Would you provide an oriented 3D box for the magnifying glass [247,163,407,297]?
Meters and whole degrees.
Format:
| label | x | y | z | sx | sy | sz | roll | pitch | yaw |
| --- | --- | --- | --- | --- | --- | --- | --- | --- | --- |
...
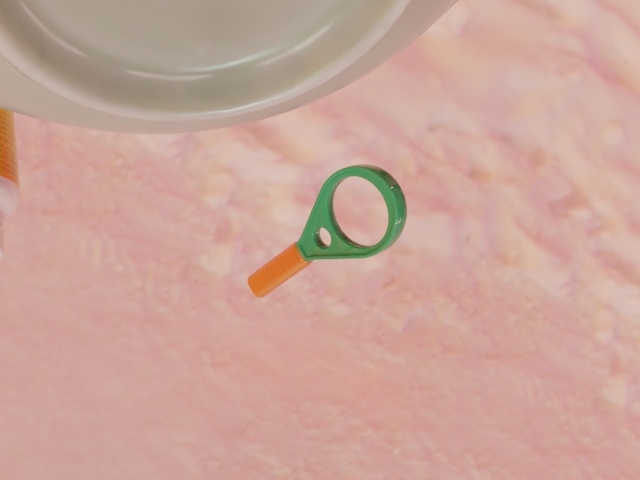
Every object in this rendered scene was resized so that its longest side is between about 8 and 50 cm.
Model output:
| label | x | y | z | sx | sy | sz | roll | pitch | yaw |
| --- | --- | --- | --- | --- | --- | --- | --- | --- | --- |
| magnifying glass | 0.000 | 0.000 | 0.940 | 0.026 | 0.231 | 0.092 | -24 | 81 | -51 |

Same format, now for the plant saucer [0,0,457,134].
| label | x | y | z | sx | sy | sz | roll | pitch | yaw |
| --- | --- | --- | --- | --- | --- | --- | --- | --- | --- |
| plant saucer | -0.059 | -0.160 | 0.416 | 0.401 | 0.400 | 0.100 | 0 | 55 | -25 |

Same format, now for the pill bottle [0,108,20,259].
| label | x | y | z | sx | sy | sz | roll | pitch | yaw |
| --- | --- | --- | --- | --- | --- | --- | --- | --- | --- |
| pill bottle | -0.327 | -0.085 | 0.790 | 0.117 | 0.117 | 0.214 | -2 | 72 | -26 |
